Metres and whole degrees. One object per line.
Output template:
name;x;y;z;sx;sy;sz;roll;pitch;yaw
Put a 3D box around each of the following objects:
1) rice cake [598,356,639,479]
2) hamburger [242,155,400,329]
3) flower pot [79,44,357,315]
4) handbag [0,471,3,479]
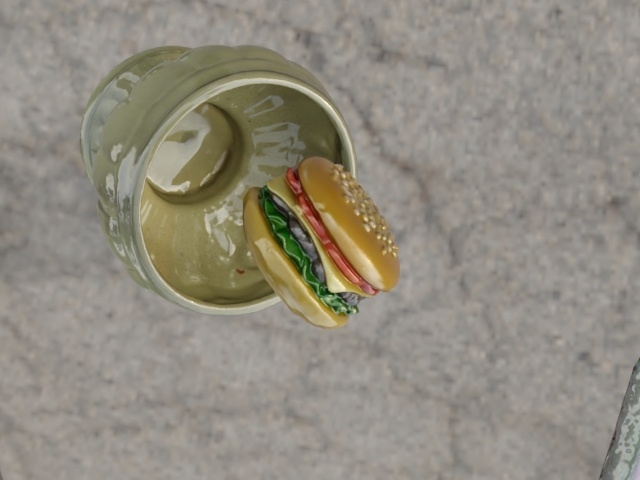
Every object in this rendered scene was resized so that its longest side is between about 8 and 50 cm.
rice cake;0.174;0.155;0.919;0.033;0.208;0.033;6;-164;-38
hamburger;0.000;0.000;1.443;0.115;0.162;0.162;-35;131;11
flower pot;-0.127;-0.088;1.775;0.307;0.307;0.244;42;178;-37
handbag;-0.388;0.228;1.446;0.152;0.288;0.342;-19;104;-2
